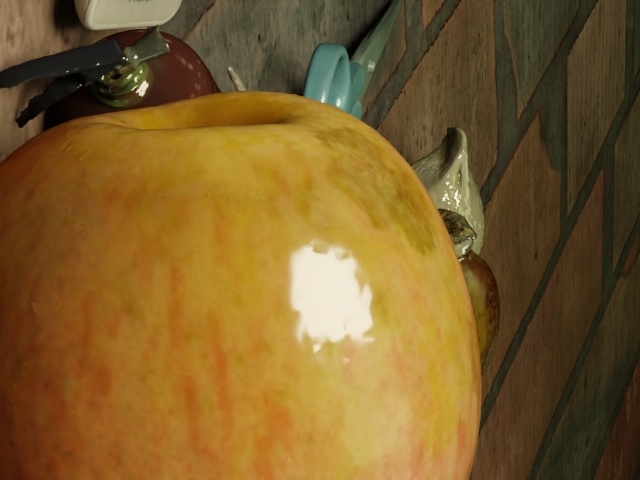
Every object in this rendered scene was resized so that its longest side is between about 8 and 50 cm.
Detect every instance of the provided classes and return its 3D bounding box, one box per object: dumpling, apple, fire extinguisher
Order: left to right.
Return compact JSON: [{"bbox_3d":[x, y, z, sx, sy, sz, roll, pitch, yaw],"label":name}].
[{"bbox_3d":[-0.118,-0.057,1.380,0.114,0.135,0.337,62,-1,29],"label":"fire extinguisher"},{"bbox_3d":[-0.076,0.076,1.166,0.364,0.364,0.364,9,90,-71],"label":"apple"},{"bbox_3d":[0.113,-0.028,2.042,0.166,0.126,0.216,-78,166,-65],"label":"dumpling"}]

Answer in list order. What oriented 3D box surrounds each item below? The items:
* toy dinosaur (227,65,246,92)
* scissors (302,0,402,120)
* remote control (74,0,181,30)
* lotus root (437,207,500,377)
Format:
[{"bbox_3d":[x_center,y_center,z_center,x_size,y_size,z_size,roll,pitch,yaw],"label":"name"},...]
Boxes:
[{"bbox_3d":[-0.062,-0.049,1.615,0.242,0.053,0.167,76,30,-64],"label":"toy dinosaur"},{"bbox_3d":[0.033,-0.152,1.813,0.447,0.029,0.192,-65,162,-60],"label":"scissors"},{"bbox_3d":[-0.138,-0.303,1.306,0.109,0.055,0.313,-15,108,-59],"label":"remote control"},{"bbox_3d":[0.024,0.112,1.472,0.397,0.179,0.196,114,-1,-46],"label":"lotus root"}]
